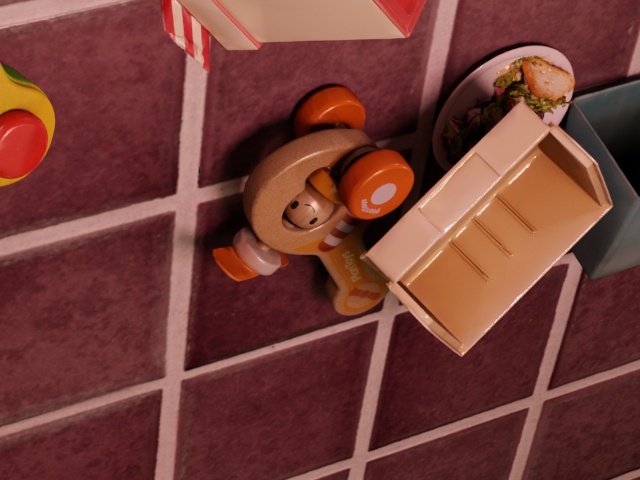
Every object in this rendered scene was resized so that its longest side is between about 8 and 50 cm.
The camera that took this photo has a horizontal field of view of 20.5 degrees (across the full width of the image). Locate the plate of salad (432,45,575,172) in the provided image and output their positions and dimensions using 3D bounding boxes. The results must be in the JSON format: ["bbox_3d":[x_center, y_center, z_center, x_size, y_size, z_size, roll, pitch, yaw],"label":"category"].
[{"bbox_3d":[0.226,-0.148,2.135,0.200,0.048,0.200,-21,141,-18],"label":"plate of salad"}]

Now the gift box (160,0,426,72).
[{"bbox_3d":[-0.032,-0.301,1.536,0.276,0.258,0.255,50,58,-39],"label":"gift box"}]

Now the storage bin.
[{"bbox_3d":[0.196,-0.014,2.049,0.262,0.123,0.260,-44,164,2],"label":"storage bin"}]

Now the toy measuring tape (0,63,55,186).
[{"bbox_3d":[-0.296,-0.166,1.687,0.121,0.121,0.330,3,116,-39],"label":"toy measuring tape"}]

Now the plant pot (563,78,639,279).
[{"bbox_3d":[0.395,-0.067,2.262,0.165,0.166,0.234,-17,151,-23],"label":"plant pot"}]

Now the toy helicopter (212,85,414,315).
[{"bbox_3d":[0.000,0.000,2.057,0.235,0.140,0.355,-32,147,-4],"label":"toy helicopter"}]
